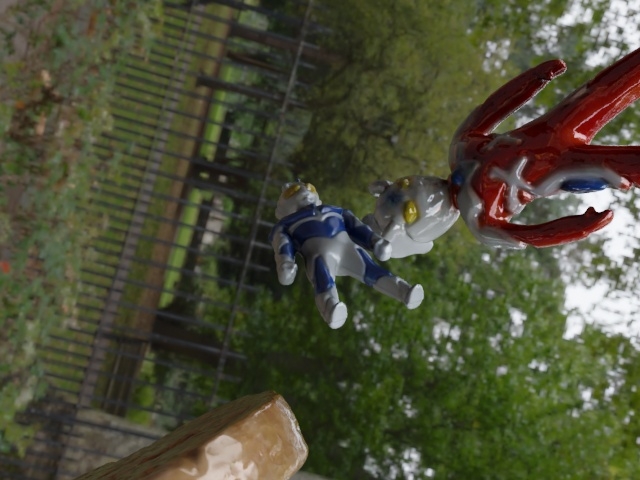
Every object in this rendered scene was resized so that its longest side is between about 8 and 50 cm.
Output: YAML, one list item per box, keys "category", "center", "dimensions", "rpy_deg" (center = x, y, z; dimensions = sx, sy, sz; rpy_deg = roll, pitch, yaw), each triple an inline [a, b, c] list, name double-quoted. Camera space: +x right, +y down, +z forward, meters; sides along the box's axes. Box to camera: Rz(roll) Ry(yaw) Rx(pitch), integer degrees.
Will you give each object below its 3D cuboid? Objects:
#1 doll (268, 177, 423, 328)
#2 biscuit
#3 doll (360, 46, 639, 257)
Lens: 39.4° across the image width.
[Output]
- category: "doll"
  center: [0.000, 0.000, 0.860]
  dimensions: [0.227, 0.114, 0.057]
  rpy_deg: [-130, -150, -51]
- category: "biscuit"
  center: [-0.217, 0.223, 0.579]
  dimensions: [0.078, 0.456, 0.350]
  rpy_deg: [64, 8, 7]
- category: "doll"
  center: [0.205, -0.076, 0.882]
  dimensions: [0.384, 0.099, 0.188]
  rpy_deg: [-25, -121, 29]
